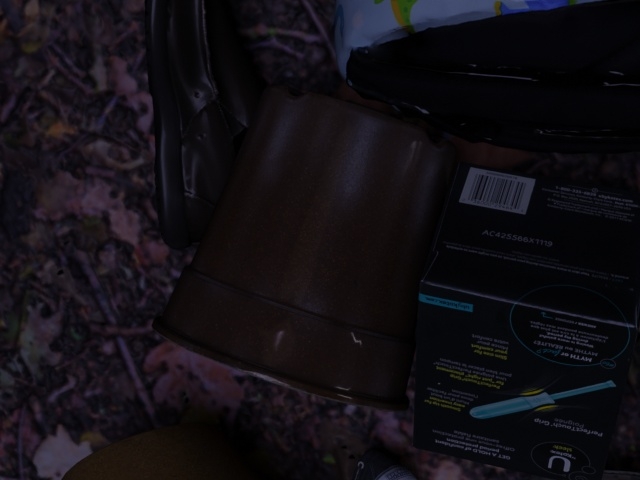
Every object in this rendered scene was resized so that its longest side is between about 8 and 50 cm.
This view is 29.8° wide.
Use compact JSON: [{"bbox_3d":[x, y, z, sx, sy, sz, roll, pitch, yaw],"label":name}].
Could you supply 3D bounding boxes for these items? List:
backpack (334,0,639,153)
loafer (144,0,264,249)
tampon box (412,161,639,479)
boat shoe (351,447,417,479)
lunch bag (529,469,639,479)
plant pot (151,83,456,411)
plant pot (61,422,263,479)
[{"bbox_3d":[0.177,-0.153,0.609,0.356,0.290,0.273,-19,80,20],"label":"backpack"},{"bbox_3d":[-0.074,-0.103,0.792,0.078,0.080,0.220,-3,113,-7],"label":"loafer"},{"bbox_3d":[0.125,0.053,0.716,0.121,0.101,0.161,12,138,13],"label":"tampon box"},{"bbox_3d":[0.030,0.209,0.847,0.040,0.049,0.142,42,123,41],"label":"boat shoe"},{"bbox_3d":[0.238,0.281,0.729,0.235,0.169,0.287,0,68,20],"label":"lunch bag"},{"bbox_3d":[0.000,0.000,0.738,0.167,0.167,0.165,18,92,11],"label":"plant pot"},{"bbox_3d":[-0.083,0.260,0.791,0.237,0.237,0.254,-32,66,20],"label":"plant pot"}]
